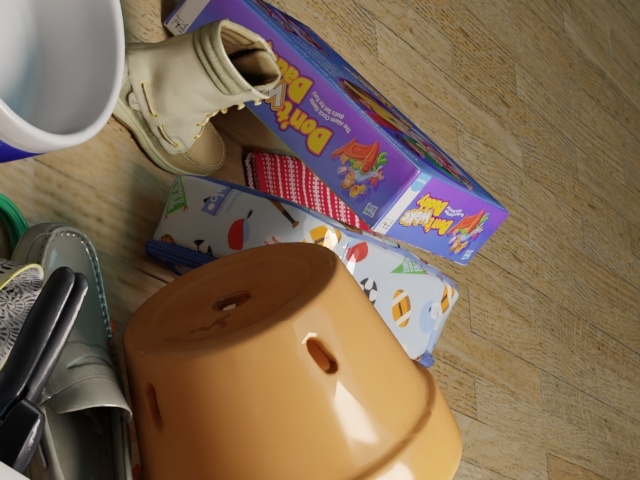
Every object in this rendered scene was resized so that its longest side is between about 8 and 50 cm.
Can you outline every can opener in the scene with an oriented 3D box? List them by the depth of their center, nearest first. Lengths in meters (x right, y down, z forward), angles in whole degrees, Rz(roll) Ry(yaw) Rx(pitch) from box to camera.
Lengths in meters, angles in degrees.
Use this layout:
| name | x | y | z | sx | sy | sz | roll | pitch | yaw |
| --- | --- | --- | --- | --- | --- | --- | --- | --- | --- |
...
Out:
| name | x | y | z | sx | sy | sz | roll | pitch | yaw |
| --- | --- | --- | --- | --- | --- | --- | --- | --- | --- |
| can opener | -0.235 | 0.108 | 1.524 | 0.059 | 0.073 | 0.186 | 64 | 49 | -74 |

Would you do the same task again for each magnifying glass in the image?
| name | x | y | z | sx | sy | sz | roll | pitch | yaw |
| --- | --- | --- | --- | --- | --- | --- | --- | --- | --- |
| magnifying glass | -0.255 | 0.033 | 1.683 | 0.231 | 0.026 | 0.092 | 43 | 44 | -47 |

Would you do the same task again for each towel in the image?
| name | x | y | z | sx | sy | sz | roll | pitch | yaw |
| --- | --- | --- | --- | --- | --- | --- | --- | --- | --- |
| towel | 0.000 | 0.000 | 2.200 | 0.275 | 0.031 | 0.199 | 5 | 74 | -63 |

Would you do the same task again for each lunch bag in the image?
| name | x | y | z | sx | sy | sz | roll | pitch | yaw |
| --- | --- | --- | --- | --- | --- | --- | --- | --- | --- |
| lunch bag | -0.018 | 0.036 | 1.912 | 0.303 | 0.243 | 0.115 | 31 | 77 | -50 |

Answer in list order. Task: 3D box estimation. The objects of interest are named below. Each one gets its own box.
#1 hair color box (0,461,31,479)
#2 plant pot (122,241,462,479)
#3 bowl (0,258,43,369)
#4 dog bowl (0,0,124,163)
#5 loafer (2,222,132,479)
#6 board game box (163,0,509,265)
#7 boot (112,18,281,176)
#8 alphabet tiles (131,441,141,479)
| name | x | y | z | sx | sy | sz | roll | pitch | yaw |
| --- | --- | --- | --- | --- | --- | --- | --- | --- | --- |
| hair color box | -0.248 | 0.240 | 1.311 | 0.339 | 0.110 | 0.185 | 34 | 19 | -20 |
| plant pot | -0.043 | 0.134 | 1.649 | 0.291 | 0.291 | 0.203 | -55 | 130 | -56 |
| bowl | -0.297 | 0.070 | 1.481 | 0.080 | 0.170 | 0.170 | 31 | 31 | 6 |
| dog bowl | -0.283 | -0.199 | 1.629 | 0.265 | 0.104 | 0.265 | 36 | 48 | -53 |
| loafer | -0.203 | 0.137 | 1.594 | 0.112 | 0.111 | 0.319 | 5 | 74 | -45 |
| board game box | 0.018 | -0.129 | 2.007 | 0.347 | 0.078 | 0.233 | 45 | 12 | 27 |
| boot | -0.109 | -0.139 | 1.883 | 0.213 | 0.165 | 0.077 | 45 | 41 | -49 |
| alphabet tiles | -0.097 | 0.317 | 1.753 | 0.284 | 0.021 | 0.278 | 45 | 31 | -14 |
